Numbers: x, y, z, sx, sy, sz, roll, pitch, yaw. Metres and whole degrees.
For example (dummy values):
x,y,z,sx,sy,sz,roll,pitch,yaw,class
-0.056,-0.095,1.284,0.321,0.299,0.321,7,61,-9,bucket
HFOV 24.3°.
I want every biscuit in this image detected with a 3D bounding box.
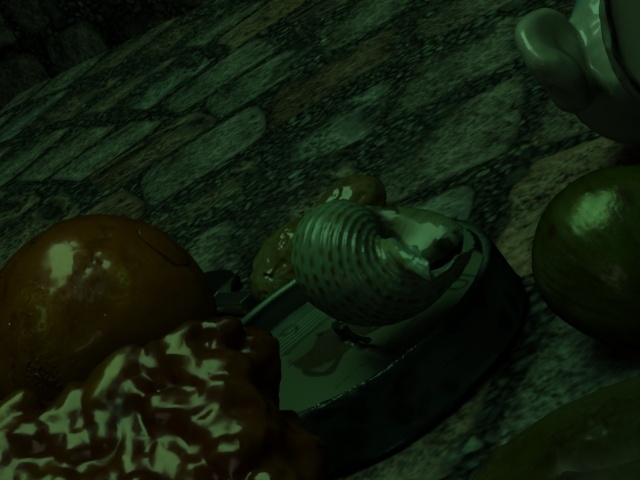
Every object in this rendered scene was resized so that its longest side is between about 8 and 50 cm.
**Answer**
x,y,z,sx,sy,sz,roll,pitch,yaw,class
-0.135,0.225,1.020,0.318,0.110,0.312,-21,55,1,biscuit

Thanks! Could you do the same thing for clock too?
x,y,z,sx,sy,sz,roll,pitch,yaw,class
0.030,0.095,1.352,0.325,0.067,0.325,-28,19,11,clock

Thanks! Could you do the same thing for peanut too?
x,y,z,sx,sy,sz,roll,pitch,yaw,class
0.000,-0.001,1.595,0.193,0.089,0.089,-44,22,-25,peanut

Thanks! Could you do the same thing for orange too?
x,y,z,sx,sy,sz,roll,pitch,yaw,class
-0.217,0.092,1.484,0.240,0.240,0.240,-28,19,11,orange

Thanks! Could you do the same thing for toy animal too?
x,y,z,sx,sy,sz,roll,pitch,yaw,class
0.315,-0.159,1.341,0.249,0.174,0.289,19,2,20,toy animal

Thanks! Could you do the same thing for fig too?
x,y,z,sx,sy,sz,roll,pitch,yaw,class
0.262,0.040,1.103,0.149,0.149,0.245,-34,42,-4,fig

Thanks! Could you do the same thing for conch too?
x,y,z,sx,sy,sz,roll,pitch,yaw,class
0.051,0.019,1.250,0.153,0.102,0.135,28,42,31,conch

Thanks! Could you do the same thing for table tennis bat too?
x,y,z,sx,sy,sz,roll,pitch,yaw,class
-0.139,0.075,1.730,0.130,0.019,0.220,-44,21,-29,table tennis bat

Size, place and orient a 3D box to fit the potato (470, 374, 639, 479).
x,y,z,sx,sy,sz,roll,pitch,yaw,class
0.226,0.164,0.643,0.359,0.219,0.269,-22,49,-1,potato
